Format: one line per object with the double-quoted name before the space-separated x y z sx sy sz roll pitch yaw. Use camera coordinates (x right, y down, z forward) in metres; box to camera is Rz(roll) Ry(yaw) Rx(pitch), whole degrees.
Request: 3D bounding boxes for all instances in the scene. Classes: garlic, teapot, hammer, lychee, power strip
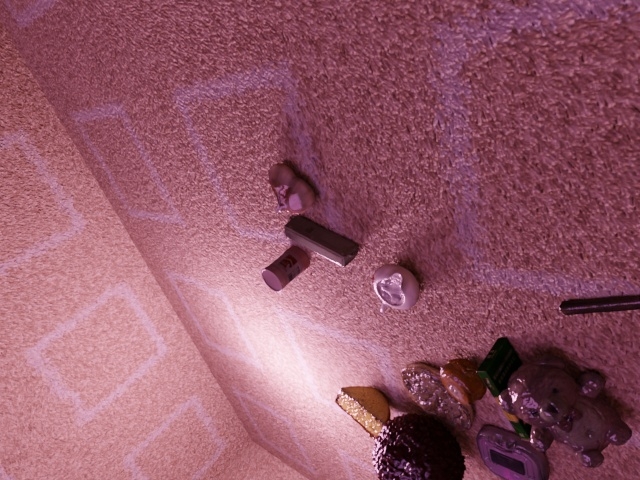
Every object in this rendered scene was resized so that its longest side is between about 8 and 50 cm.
"garlic" -0.095 -0.155 1.355 0.174 0.099 0.124 48 131 2
"teapot" 0.216 0.136 1.290 0.145 0.092 0.226 37 145 22
"hammer" 0.624 0.124 0.886 0.125 0.027 0.297 55 146 -10
"lychee" 0.340 0.762 1.576 0.331 0.305 0.306 29 160 -37
"power strip" 0.000 0.000 1.408 0.272 0.078 0.052 28 142 27

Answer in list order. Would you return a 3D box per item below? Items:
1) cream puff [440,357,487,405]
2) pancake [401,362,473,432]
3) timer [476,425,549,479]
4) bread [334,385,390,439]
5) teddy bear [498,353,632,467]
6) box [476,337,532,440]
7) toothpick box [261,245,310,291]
"cream puff" 0.421 0.406 1.312 0.126 0.103 0.143 13 133 58
"pancake" 0.390 0.525 1.508 0.283 0.049 0.282 29 141 28
"timer" 0.600 0.685 1.415 0.209 0.069 0.190 4 123 47
"bread" 0.193 0.662 1.787 0.260 0.134 0.129 29 129 31
"teddy bear" 0.583 0.403 1.076 0.267 0.236 0.151 40 -171 -6
"box" 0.506 0.387 1.174 0.235 0.132 0.034 55 146 -9
"toothpick box" -0.121 0.098 1.572 0.099 0.149 0.098 29 141 27
